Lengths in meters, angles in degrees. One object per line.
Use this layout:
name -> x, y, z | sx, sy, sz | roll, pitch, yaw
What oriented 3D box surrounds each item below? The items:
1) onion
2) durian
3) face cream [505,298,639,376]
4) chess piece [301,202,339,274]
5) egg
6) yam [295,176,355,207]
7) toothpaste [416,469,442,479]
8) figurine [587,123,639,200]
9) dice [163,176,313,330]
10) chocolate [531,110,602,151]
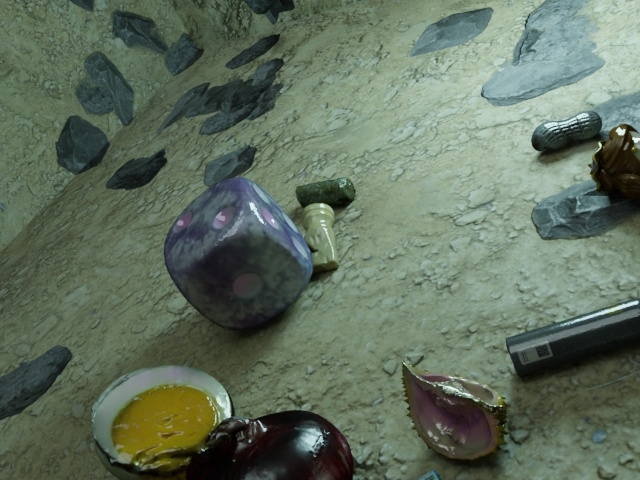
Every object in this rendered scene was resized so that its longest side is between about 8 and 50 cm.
onion -> -0.093, 0.389, 1.128 | 0.314, 0.232, 0.314 | -20, 6, 2
durian -> 0.227, 0.283, 1.141 | 0.182, 0.132, 0.165 | -9, 46, 24
face cream -> 0.463, 0.161, 1.167 | 0.283, 0.073, 0.073 | -20, 34, 16
chess piece -> 0.000, 0.000, 1.764 | 0.090, 0.090, 0.200 | -21, 45, 15
egg -> -0.310, 0.399, 1.390 | 0.286, 0.174, 0.264 | 1, 39, 4
yam -> 0.009, -0.134, 1.930 | 0.179, 0.078, 0.078 | -5, 40, 33
toothpaste -> 0.088, 0.460, 1.071 | 0.267, 0.065, 0.050 | -31, 37, -1
figurine -> 0.668, -0.152, 1.372 | 0.263, 0.142, 0.189 | 22, 82, 52
dice -> -0.199, 0.031, 1.656 | 0.270, 0.270, 0.271 | -38, 34, 9
chocolate -> 0.592, -0.264, 1.645 | 0.167, 0.072, 0.072 | -16, 35, 21
